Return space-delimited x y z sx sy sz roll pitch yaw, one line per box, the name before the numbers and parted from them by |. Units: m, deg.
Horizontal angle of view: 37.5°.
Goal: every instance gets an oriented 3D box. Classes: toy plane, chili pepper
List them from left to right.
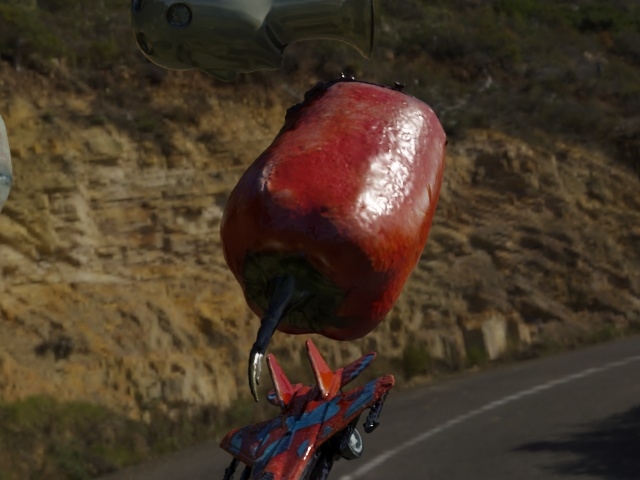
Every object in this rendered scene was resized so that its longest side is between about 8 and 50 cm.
toy plane | -0.016 0.134 0.555 0.130 0.061 0.189 -22 28 22
chili pepper | 0.000 0.000 0.423 0.086 0.084 0.192 -9 35 27

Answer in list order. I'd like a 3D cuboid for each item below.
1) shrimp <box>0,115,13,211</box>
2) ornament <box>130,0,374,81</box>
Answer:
shrimp | -0.211 -0.048 0.339 0.195 0.148 0.035 45 -34 -21
ornament | -0.046 -0.145 0.618 0.156 0.081 0.075 -3 0 -2
